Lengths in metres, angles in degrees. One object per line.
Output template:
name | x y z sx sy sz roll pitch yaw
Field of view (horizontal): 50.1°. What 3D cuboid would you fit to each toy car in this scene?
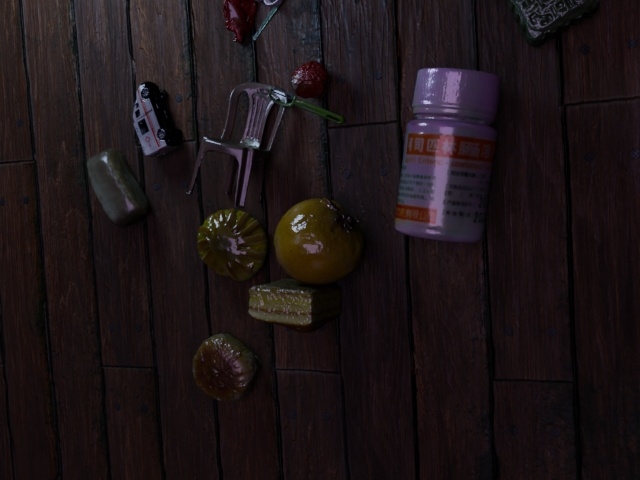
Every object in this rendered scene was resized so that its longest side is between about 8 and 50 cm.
toy car | -0.484 -0.348 1.977 0.108 0.089 0.209 -21 90 26

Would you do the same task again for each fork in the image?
fork | -0.114 -0.639 1.847 0.039 0.021 0.235 45 107 16

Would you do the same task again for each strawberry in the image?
strawberry | -0.030 -0.420 1.791 0.106 0.106 0.106 2 95 21

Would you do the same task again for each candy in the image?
candy | -0.601 -0.156 2.027 0.104 0.102 0.234 -34 83 20

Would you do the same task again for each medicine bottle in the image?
medicine bottle | 0.303 -0.198 1.616 0.219 0.219 0.388 10 97 20

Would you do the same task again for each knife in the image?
knife | -0.038 -0.346 1.804 0.212 0.015 0.054 20 139 -5

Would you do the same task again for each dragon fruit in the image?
dragon fruit | -0.237 -0.614 1.873 0.097 0.063 0.131 18 100 19

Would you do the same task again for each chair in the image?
chair | -0.212 -0.265 1.828 0.176 0.183 0.326 15 100 19

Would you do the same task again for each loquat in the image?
loquat | 0.000 0.000 1.745 0.244 0.244 0.244 2 95 21

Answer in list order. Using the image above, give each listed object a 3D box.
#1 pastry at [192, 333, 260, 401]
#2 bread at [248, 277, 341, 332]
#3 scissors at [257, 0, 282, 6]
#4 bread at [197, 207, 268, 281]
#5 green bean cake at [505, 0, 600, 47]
pastry | -0.275 0.365 1.947 0.192 0.093 0.182 33 107 15
bread | -0.060 0.165 1.773 0.184 0.234 0.110 5 94 21
scissors | -0.102 -0.744 1.823 0.118 0.030 0.242 35 102 32
bread | -0.247 0.010 1.906 0.213 0.105 0.213 0 91 21
green bean cake | 0.525 -0.561 1.569 0.181 0.094 0.173 -25 84 20
